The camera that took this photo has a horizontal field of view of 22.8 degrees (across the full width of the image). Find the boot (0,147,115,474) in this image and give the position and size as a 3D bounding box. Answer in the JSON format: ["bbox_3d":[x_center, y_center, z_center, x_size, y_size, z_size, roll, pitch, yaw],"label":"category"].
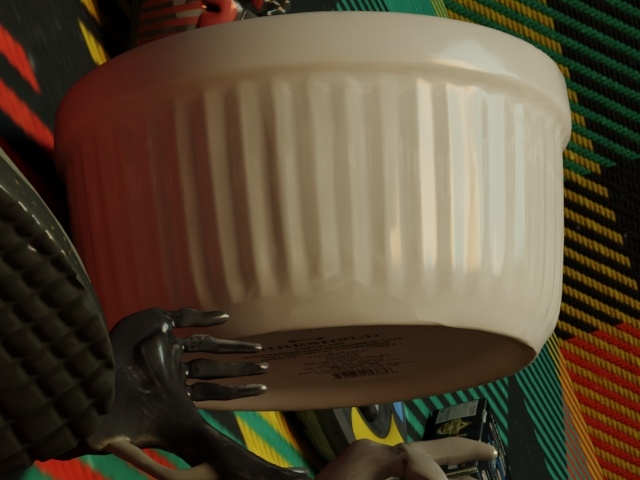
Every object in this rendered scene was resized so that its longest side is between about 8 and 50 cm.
[{"bbox_3d":[-0.127,-0.060,0.431,0.161,0.083,0.246,-103,170,-48],"label":"boot"}]

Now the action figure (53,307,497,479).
[{"bbox_3d":[0.000,0.126,0.442,0.276,0.141,0.164,-121,-162,-55],"label":"action figure"}]

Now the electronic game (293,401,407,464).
[{"bbox_3d":[0.008,0.043,0.960,0.229,0.048,0.229,-17,90,-78],"label":"electronic game"}]

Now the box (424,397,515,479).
[{"bbox_3d":[0.137,0.252,1.238,0.175,0.051,0.220,-54,126,-75],"label":"box"}]

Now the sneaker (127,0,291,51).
[{"bbox_3d":[-0.075,-0.179,0.791,0.097,0.135,0.276,74,23,-84],"label":"sneaker"}]

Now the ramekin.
[{"bbox_3d":[0.000,0.000,0.627,0.207,0.207,0.109,41,42,-68],"label":"ramekin"}]
